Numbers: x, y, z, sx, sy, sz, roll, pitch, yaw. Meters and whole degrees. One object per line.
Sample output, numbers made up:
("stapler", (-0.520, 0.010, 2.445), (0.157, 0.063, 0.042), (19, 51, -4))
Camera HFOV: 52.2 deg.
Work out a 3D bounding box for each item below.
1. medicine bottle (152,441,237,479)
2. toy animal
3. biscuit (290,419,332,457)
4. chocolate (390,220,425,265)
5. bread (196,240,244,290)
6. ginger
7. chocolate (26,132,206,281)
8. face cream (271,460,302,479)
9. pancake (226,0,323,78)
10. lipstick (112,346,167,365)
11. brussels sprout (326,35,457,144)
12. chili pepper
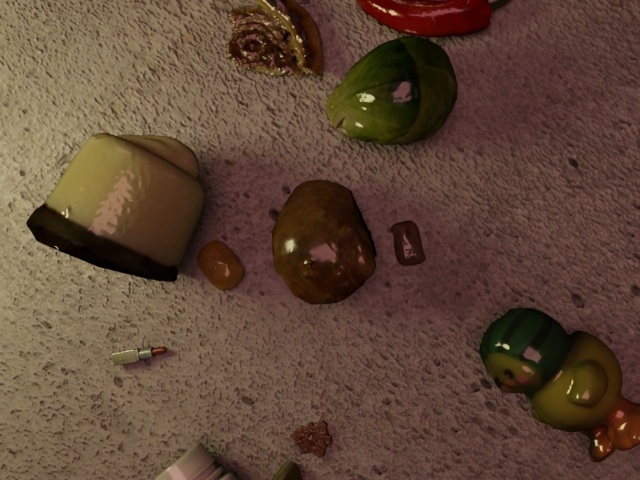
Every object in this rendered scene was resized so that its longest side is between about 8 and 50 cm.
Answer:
("medicine bottle", (-0.224, 0.588, 1.375), (0.170, 0.170, 0.293), (-37, 83, 3))
("toy animal", (0.482, 0.266, 1.303), (0.338, 0.216, 0.191), (37, 64, 12))
("biscuit", (-0.021, 0.436, 1.438), (0.092, 0.016, 0.082), (1, 90, 9))
("chocolate", (0.194, 0.004, 1.438), (0.064, 0.031, 0.101), (-9, 83, 2))
("bread", (-0.229, 0.057, 1.477), (0.082, 0.056, 0.115), (-38, 82, 3))
("ginger", (-0.004, 0.001, 1.374), (0.200, 0.223, 0.270), (-24, 87, 13))
("chocolate", (-0.415, -0.092, 1.388), (0.325, 0.314, 0.297), (17, 88, -28))
("face cream", (-0.089, 0.544, 1.302), (0.067, 0.285, 0.140), (3, 86, 8))
("pancake", (-0.096, -0.486, 1.503), (0.257, 0.056, 0.213), (13, 87, 8))
("lipstick", (-0.410, 0.261, 1.497), (0.129, 0.030, 0.030), (-11, 84, 7))
("brussels sprout", (0.152, -0.305, 1.388), (0.271, 0.210, 0.220), (-18, 78, 22))
("chili pepper", (0.242, -0.518, 1.447), (0.368, 0.092, 0.137), (7, 75, 6))
